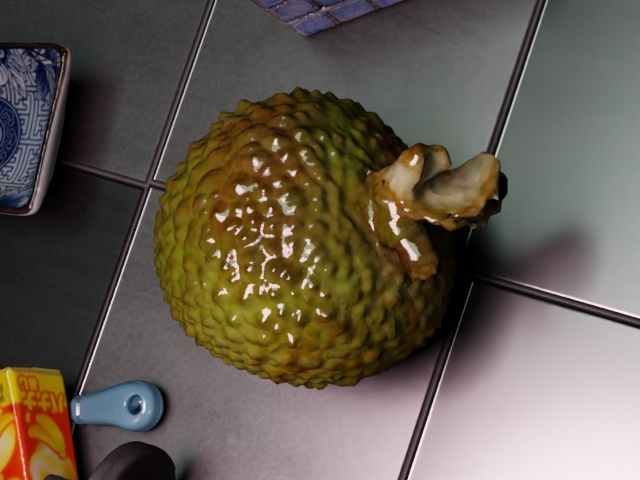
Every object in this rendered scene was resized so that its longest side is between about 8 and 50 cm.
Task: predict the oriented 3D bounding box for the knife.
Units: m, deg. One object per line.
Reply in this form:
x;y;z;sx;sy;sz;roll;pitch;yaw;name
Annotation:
-0.262;0.181;1.756;0.244;0.032;0.058;-12;79;29;knife

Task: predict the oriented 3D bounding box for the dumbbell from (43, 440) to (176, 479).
-0.121;0.276;1.585;0.325;0.143;0.143;18;86;25;dumbbell

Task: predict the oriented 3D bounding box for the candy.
-0.308;0.273;1.706;0.146;0.088;0.276;-19;73;28;candy

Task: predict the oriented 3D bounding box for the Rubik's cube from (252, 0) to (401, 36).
0.012;-0.359;1.631;0.237;0.237;0.238;-19;69;21;Rubik's cube

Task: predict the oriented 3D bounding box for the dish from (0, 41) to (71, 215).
-0.359;-0.115;1.847;0.243;0.080;0.181;6;80;30;dish

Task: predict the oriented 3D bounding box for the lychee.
-0.007;0.002;1.538;0.320;0.270;0.270;17;85;61;lychee
